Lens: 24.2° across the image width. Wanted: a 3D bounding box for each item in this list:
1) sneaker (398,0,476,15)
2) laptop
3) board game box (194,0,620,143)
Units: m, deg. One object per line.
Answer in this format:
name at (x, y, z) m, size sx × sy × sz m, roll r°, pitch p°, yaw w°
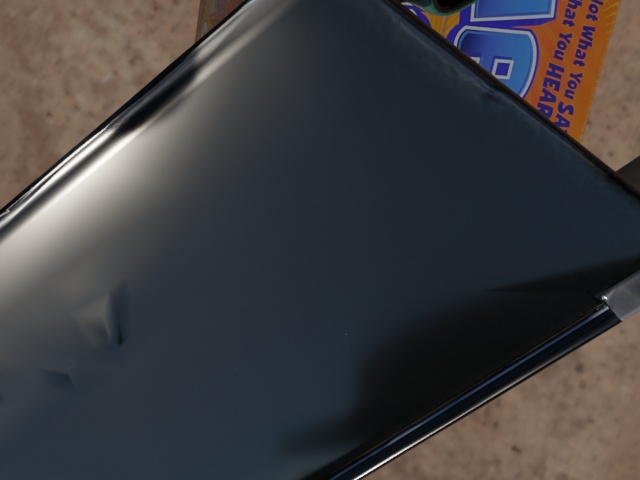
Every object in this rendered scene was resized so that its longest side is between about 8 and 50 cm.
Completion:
sneaker at (0.049, -0.219, 1.125) m, size 0.302 × 0.108 × 0.121 m, roll -10°, pitch 94°, yaw 47°
laptop at (0.000, 0.000, 0.836) m, size 0.382 × 0.408 × 0.236 m, roll -35°, pitch 97°, yaw 28°
board game box at (0.078, -0.267, 1.609) m, size 0.356 × 0.356 × 0.356 m, roll 2°, pitch 120°, yaw -15°
